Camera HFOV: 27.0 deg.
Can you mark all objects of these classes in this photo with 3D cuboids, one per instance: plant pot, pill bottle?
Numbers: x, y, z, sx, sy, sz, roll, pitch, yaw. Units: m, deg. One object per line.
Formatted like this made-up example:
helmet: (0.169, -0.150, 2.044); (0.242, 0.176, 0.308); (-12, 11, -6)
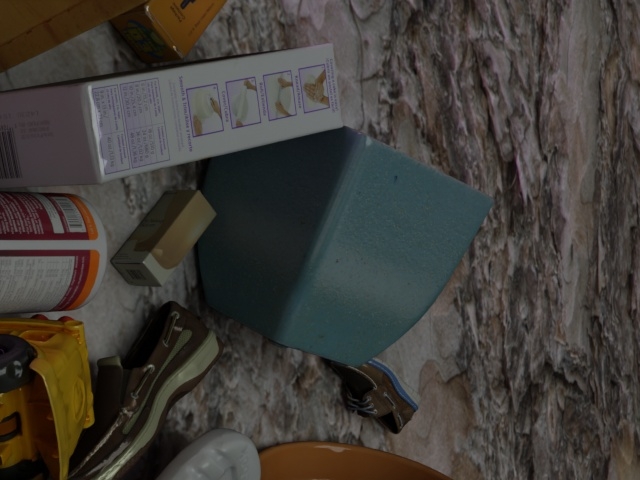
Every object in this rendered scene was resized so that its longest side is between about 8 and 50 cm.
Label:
plant pot: (0.035, 0.387, 1.579); (0.291, 0.291, 0.204); (-2, 109, -47)
plant pot: (0.000, 0.000, 1.551); (0.247, 0.247, 0.252); (22, 92, -45)
pill bottle: (-0.325, 0.012, 1.279); (0.221, 0.121, 0.121); (0, 91, -46)

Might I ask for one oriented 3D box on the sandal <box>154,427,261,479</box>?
sandal: (-0.230, 0.351, 1.406); (0.416, 0.102, 0.169); (-38, 133, -29)

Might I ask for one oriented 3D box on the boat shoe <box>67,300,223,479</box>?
boat shoe: (-0.214, 0.166, 1.435); (0.095, 0.095, 0.257); (52, 48, -17)

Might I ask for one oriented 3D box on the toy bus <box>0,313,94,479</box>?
toy bus: (-0.321, 0.134, 1.263); (0.211, 0.220, 0.149); (-67, 156, -64)

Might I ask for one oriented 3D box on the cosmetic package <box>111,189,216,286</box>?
cosmetic package: (-0.174, -0.003, 1.484); (0.041, 0.060, 0.115); (55, 52, -32)

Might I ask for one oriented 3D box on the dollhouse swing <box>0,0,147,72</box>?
dollhouse swing: (-0.255, -0.344, 1.198); (0.315, 0.346, 0.305); (-43, 109, -37)

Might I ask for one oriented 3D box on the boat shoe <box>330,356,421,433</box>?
boat shoe: (0.069, 0.199, 1.741); (0.183, 0.066, 0.066); (39, 65, -40)

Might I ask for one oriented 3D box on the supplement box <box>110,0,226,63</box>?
supplement box: (-0.138, -0.306, 1.504); (0.078, 0.080, 0.233); (53, 54, -32)

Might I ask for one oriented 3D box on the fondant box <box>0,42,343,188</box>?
fondant box: (-0.173, -0.128, 1.351); (0.330, 0.238, 0.096); (-19, 104, -45)
